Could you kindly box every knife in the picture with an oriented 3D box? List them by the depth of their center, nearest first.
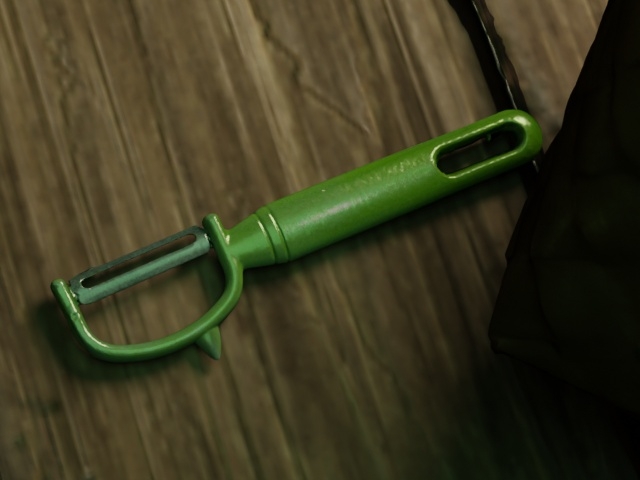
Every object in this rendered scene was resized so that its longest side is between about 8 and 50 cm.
[{"bbox_3d":[0.000,0.000,0.778,0.212,0.015,0.054,-23,78,-16],"label":"knife"}]

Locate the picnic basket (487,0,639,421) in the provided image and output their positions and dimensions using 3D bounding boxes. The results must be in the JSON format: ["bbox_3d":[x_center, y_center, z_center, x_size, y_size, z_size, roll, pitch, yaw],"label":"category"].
[{"bbox_3d":[0.235,-0.055,0.656,0.291,0.321,0.254,30,40,1],"label":"picnic basket"}]
